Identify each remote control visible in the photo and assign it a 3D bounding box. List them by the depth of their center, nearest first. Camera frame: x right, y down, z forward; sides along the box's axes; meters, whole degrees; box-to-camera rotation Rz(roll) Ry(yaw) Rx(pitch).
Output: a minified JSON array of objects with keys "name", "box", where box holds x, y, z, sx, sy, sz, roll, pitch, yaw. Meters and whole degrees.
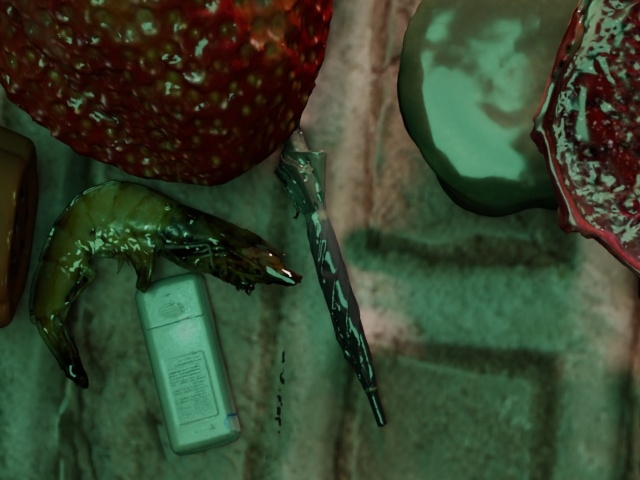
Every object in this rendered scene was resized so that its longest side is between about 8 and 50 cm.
[{"name":"remote control","box":[-0.093,0.085,1.315,0.053,0.018,0.124,-17,81,9]}]

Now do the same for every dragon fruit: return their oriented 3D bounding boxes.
[{"name":"dragon fruit","box":[0.199,-0.091,1.151,0.161,0.126,0.274,9,91,-11]}]

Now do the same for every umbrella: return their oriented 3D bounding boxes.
[{"name":"umbrella","box":[0.004,-0.002,1.296,0.044,0.044,0.269,-25,82,35]}]

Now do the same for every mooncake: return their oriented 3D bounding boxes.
[{"name":"mooncake","box":[0.133,-0.100,1.249,0.168,0.104,0.175,32,89,11]}]

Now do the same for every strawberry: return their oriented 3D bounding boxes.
[{"name":"strawberry","box":[-0.099,-0.180,1.239,0.239,0.250,0.288,-28,94,-27]}]

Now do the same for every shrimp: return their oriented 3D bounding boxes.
[{"name":"shrimp","box":[-0.116,0.041,1.292,0.195,0.035,0.147,20,72,26]}]

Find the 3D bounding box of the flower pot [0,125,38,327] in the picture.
[{"name":"flower pot","box":[-0.287,-0.015,1.289,0.173,0.190,0.190,8,87,-3]}]
